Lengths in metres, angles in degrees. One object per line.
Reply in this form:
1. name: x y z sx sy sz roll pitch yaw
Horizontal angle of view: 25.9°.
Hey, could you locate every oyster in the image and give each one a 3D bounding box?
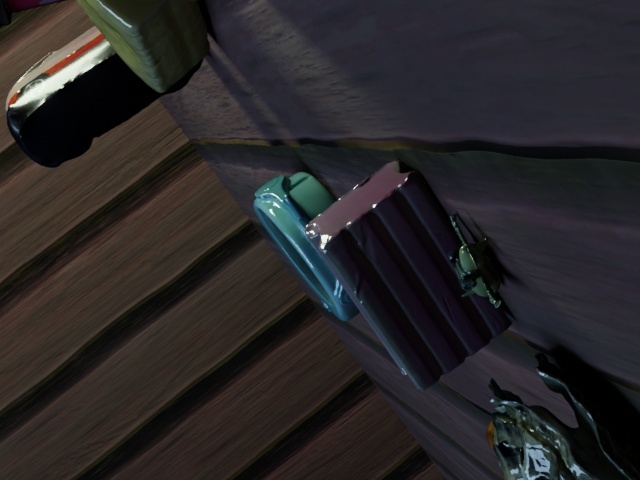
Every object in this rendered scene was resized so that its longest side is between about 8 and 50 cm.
1. oyster: 0.263 0.246 1.245 0.162 0.158 0.351 8 -134 -45

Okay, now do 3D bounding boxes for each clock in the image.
1. clock: 0.000 0.000 2.007 0.223 0.094 0.274 51 172 7

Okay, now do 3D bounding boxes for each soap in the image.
1. soap: 0.088 0.036 1.373 0.203 0.122 0.065 56 174 -24

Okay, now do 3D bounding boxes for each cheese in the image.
1. cheese: -0.260 -0.343 1.805 0.242 0.124 0.265 48 174 10

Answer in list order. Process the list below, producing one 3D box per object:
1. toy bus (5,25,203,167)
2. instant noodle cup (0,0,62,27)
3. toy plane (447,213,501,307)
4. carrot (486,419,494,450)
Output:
1. toy bus: -0.324 -0.240 2.060 0.127 0.302 0.147 56 180 -32
2. instant noodle cup: -0.263 -0.332 1.343 0.302 0.181 0.258 180 81 -83
3. toy plane: 0.143 0.027 1.287 0.111 0.040 0.102 65 -175 -59
4. carrot: 0.259 0.256 1.736 0.055 0.055 0.161 54 167 -18
